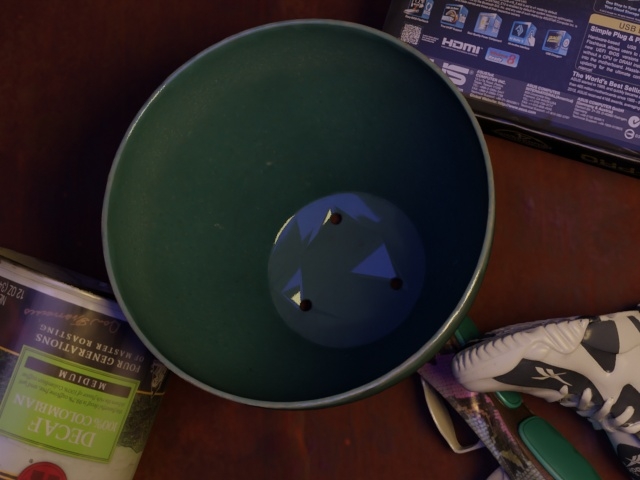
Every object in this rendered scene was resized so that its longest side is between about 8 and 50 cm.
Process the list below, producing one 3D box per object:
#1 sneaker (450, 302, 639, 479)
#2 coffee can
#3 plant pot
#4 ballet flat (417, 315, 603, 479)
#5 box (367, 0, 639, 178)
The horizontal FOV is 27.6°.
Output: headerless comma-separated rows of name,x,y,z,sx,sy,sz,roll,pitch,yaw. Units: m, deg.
sneaker,0.221,0.130,0.995,0.234,0.094,0.153,-8,87,-21
coffee can,-0.245,0.160,1.066,0.201,0.201,0.275,19,88,14
plant pot,0.000,0.000,1.021,0.290,0.195,0.290,-3,74,12
ballet flat,0.144,0.156,1.049,0.079,0.077,0.221,-47,70,23
box,0.270,-0.211,1.044,0.394,0.097,0.318,17,89,14
